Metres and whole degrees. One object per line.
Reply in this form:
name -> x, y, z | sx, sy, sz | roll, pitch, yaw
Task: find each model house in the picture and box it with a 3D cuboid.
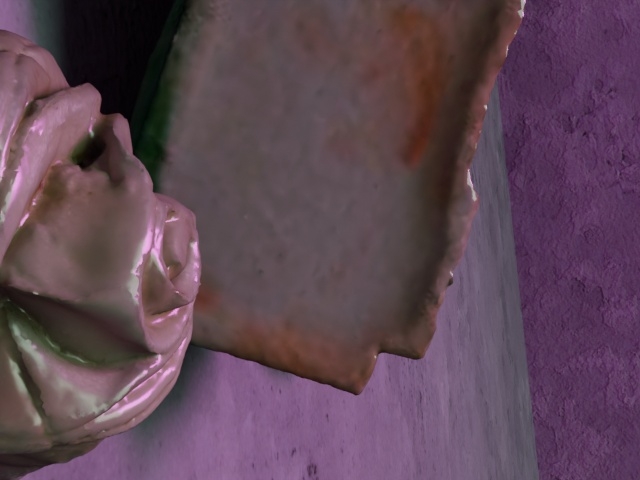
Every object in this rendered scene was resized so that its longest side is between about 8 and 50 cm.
model house -> -0.024, -0.079, 0.876 | 0.280, 0.245, 0.312 | -135, -117, -73

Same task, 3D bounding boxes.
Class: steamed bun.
steamed bun -> -0.131, 0.008, 0.549 | 0.211, 0.144, 0.218 | -26, 108, -73
